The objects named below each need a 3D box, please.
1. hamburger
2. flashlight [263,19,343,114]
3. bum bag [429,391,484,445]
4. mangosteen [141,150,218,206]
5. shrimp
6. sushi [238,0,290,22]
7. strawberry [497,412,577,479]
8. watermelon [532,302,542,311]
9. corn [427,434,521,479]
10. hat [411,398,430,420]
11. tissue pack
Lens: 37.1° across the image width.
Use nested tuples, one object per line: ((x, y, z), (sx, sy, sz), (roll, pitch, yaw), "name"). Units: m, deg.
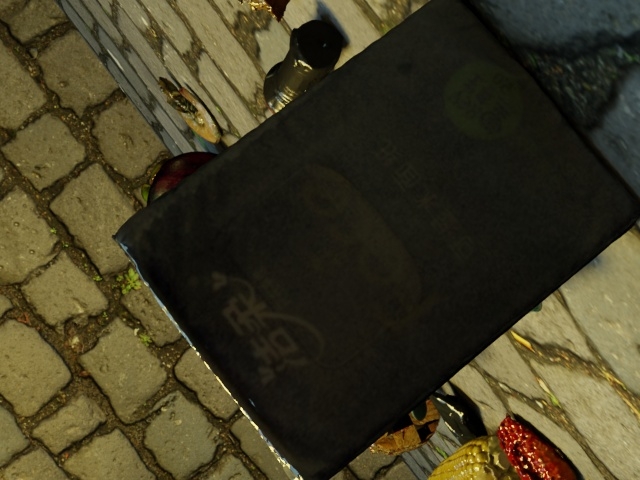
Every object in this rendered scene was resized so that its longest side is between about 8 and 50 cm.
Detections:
((0.179, 0.415, 2.333), (0.231, 0.231, 0.107), (50, 159, 12), "hamburger")
((-0.022, -0.236, 1.319), (0.093, 0.093, 0.232), (52, 164, -2), "flashlight")
((0.309, 0.397, 2.111), (0.123, 0.060, 0.248), (43, 168, 38), "bum bag")
((-0.352, -0.095, 2.531), (0.360, 0.306, 0.306), (17, 159, 15), "mangosteen")
((-0.335, -0.347, 2.431), (0.251, 0.052, 0.143), (41, 157, 16), "shrimp")
((-0.087, -0.341, 1.281), (0.118, 0.060, 0.061), (48, 174, 29), "sushi")
((0.384, 0.401, 1.735), (0.188, 0.082, 0.121), (38, 166, 44), "strawberry")
((0.147, 0.036, 1.207), (0.258, 0.228, 0.387), (48, 180, -39), "watermelon")
((0.325, 0.516, 2.055), (0.144, 0.144, 0.387), (49, 154, 15), "corn")
((0.224, 0.330, 2.229), (0.191, 0.078, 0.138), (-110, 1, -53), "hat")
((0.052, -0.005, 0.882), (0.288, 0.394, 0.124), (52, 170, 6), "tissue pack")
